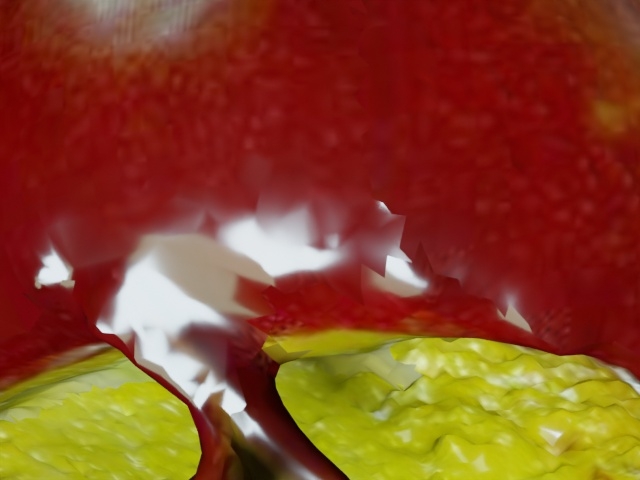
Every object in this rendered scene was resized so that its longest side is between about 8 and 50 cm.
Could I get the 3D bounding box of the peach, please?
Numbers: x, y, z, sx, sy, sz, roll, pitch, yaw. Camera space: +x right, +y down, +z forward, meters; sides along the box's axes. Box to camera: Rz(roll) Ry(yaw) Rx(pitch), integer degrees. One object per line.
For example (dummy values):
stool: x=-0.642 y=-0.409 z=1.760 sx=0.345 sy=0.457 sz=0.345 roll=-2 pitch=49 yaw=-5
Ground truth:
peach: x=-0.007 y=-0.012 z=0.616 sx=0.335 sy=0.310 sz=0.406 roll=14 pitch=157 yaw=-29
